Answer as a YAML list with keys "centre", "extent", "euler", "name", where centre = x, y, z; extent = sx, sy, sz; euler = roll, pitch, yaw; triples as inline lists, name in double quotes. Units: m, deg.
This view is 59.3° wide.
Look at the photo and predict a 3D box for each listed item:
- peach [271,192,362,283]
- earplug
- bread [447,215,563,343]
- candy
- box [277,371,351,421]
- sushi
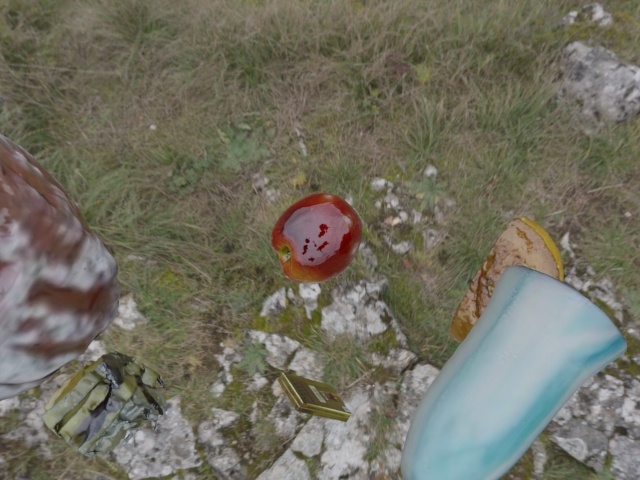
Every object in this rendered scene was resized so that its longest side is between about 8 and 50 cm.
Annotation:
- centre: [0.000, 0.000, 1.414]
  extent: [0.243, 0.243, 0.199]
  euler: [-45, 45, -6]
  name: "peach"
- centre: [0.232, 0.213, 0.750]
  extent: [0.185, 0.185, 0.324]
  euler: [38, 80, 13]
  name: "earplug"
- centre: [0.441, 0.121, 1.273]
  extent: [0.179, 0.194, 0.340]
  euler: [33, 117, 22]
  name: "bread"
- centre: [-0.274, 0.025, 0.372]
  extent: [0.214, 0.289, 0.157]
  euler: [-49, 60, 8]
  name: "candy"
- centre: [-0.011, 0.295, 1.058]
  extent: [0.023, 0.133, 0.090]
  euler: [-56, 41, 10]
  name: "box"
- centre: [-0.290, 0.230, 0.764]
  extent: [0.131, 0.291, 0.139]
  euler: [45, 76, -2]
  name: "sushi"
